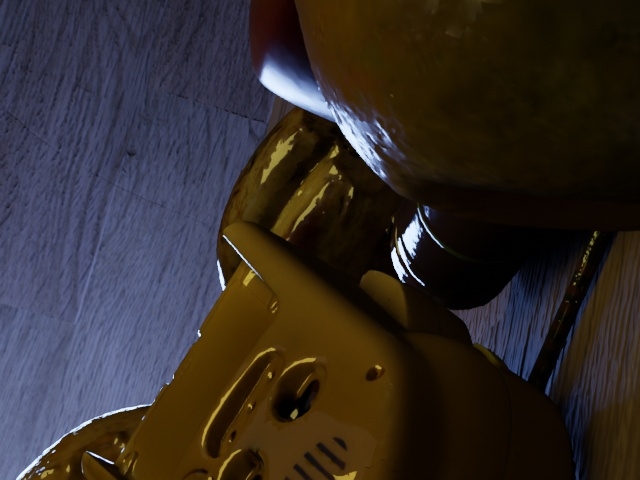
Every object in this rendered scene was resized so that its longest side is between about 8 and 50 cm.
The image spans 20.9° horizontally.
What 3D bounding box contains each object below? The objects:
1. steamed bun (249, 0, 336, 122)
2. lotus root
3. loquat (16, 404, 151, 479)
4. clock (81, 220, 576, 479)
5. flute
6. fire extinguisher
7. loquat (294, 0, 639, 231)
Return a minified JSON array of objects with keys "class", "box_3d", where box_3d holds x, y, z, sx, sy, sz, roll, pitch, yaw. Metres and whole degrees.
[{"class":"steamed bun","box_3d":[0.085,-0.220,1.226,0.248,0.235,0.379,-74,6,-49]},{"class":"lotus root","box_3d":[-0.009,-0.001,1.661,0.193,0.193,0.291,-85,14,-55]},{"class":"loquat","box_3d":[-0.142,0.301,1.511,0.328,0.328,0.328,-163,90,-82]},{"class":"clock","box_3d":[0.011,0.148,1.048,0.244,0.200,0.317,-60,24,3]},{"class":"flute","box_3d":[0.158,0.021,1.043,0.014,0.014,0.270,-91,20,-65]},{"class":"fire extinguisher","box_3d":[0.112,-0.062,1.078,0.141,0.105,0.341,63,165,14]},{"class":"loquat","box_3d":[0.117,-0.131,0.697,0.284,0.276,0.276,54,-128,-87]}]
